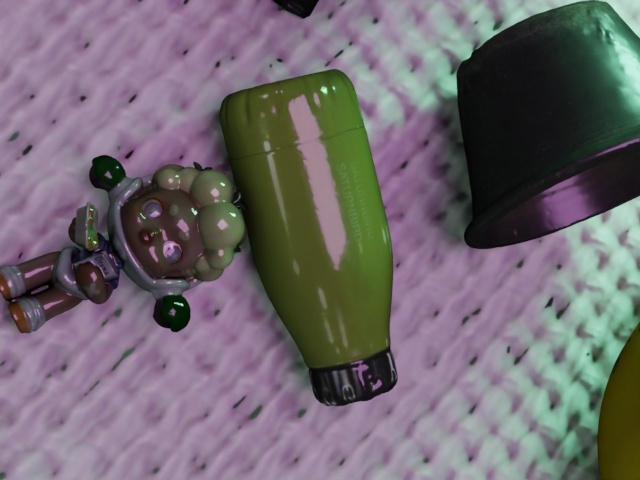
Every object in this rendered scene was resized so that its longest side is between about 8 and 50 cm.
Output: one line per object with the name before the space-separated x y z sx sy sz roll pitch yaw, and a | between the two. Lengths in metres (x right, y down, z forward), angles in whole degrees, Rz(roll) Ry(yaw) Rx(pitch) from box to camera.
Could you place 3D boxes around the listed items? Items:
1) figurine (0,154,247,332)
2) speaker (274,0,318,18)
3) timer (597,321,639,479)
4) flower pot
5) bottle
figurine | -0.147 0.007 1.143 0.197 0.093 0.147 -25 89 -21
speaker | -0.008 -0.333 1.162 0.232 0.184 0.254 28 82 -21
timer | 0.424 0.154 1.279 0.376 0.376 0.387 56 46 -13
flower pot | 0.205 -0.106 1.252 0.235 0.235 0.148 -16 77 -23
bottle | 0.000 0.000 1.197 0.112 0.112 0.260 -16 95 -23
